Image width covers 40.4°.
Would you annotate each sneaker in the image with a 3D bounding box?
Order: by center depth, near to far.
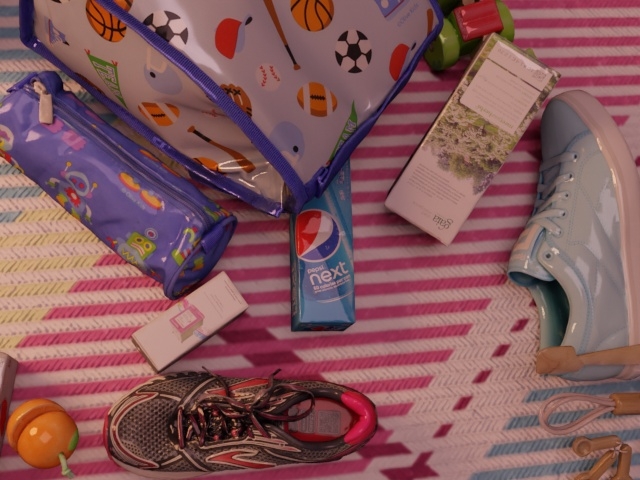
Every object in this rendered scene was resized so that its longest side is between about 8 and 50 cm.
[{"bbox_3d":[-0.085,0.192,0.950,0.299,0.112,0.121,-4,76,-10],"label":"sneaker"},{"bbox_3d":[0.298,-0.009,1.054,0.150,0.135,0.366,-4,76,-16],"label":"sneaker"}]

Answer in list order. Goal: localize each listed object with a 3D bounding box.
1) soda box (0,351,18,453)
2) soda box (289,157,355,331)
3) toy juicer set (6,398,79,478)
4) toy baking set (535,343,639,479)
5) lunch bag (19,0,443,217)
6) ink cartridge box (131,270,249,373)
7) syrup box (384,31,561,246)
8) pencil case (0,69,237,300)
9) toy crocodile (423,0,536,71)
[{"bbox_3d":[-0.376,0.224,0.911,0.069,0.074,0.216,9,75,-7],"label":"soda box"},{"bbox_3d":[0.000,0.000,1.034,0.067,0.071,0.210,0,76,-10],"label":"soda box"},{"bbox_3d":[-0.389,0.218,0.823,0.329,0.089,0.209,5,76,-8],"label":"toy juicer set"},{"bbox_3d":[0.359,0.202,1.008,0.196,0.030,0.256,-31,109,-3],"label":"toy baking set"},{"bbox_3d":[-0.089,-0.250,0.986,0.385,0.239,0.328,36,66,0],"label":"lunch bag"},{"bbox_3d":[-0.147,0.095,0.975,0.122,0.088,0.052,-34,86,-16],"label":"ink cartridge box"},{"bbox_3d":[0.175,-0.120,1.032,0.093,0.096,0.237,32,104,0],"label":"syrup box"},{"bbox_3d":[-0.238,-0.069,0.980,0.306,0.133,0.119,39,59,1],"label":"pencil case"},{"bbox_3d":[0.171,-0.338,1.132,0.115,0.105,0.341,-20,79,-14],"label":"toy crocodile"}]
